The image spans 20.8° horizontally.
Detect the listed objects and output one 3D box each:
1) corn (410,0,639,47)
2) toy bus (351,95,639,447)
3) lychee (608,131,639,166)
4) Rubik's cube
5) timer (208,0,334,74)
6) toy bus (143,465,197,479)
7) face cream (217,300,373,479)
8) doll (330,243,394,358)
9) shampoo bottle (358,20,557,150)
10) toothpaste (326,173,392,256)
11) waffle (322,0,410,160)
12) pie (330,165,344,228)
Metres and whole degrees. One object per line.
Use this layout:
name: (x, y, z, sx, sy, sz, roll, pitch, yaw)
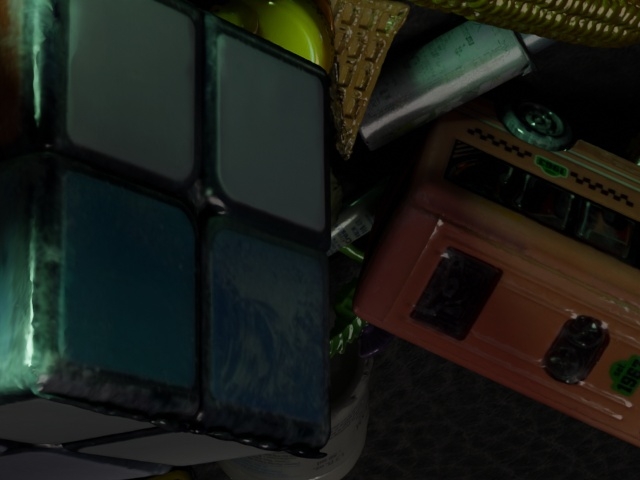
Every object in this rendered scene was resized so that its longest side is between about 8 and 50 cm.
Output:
corn: (0.160, -0.232, 1.429, 0.363, 0.120, 0.120, 8, 137, -35)
toy bus: (0.256, 0.044, 1.629, 0.427, 0.233, 0.203, 25, 127, -2)
lychee: (0.362, -0.032, 1.812, 0.188, 0.188, 0.188, -16, 148, -11)
Rubik's cube: (-0.199, 0.004, 1.280, 0.313, 0.318, 0.316, -13, 158, 36)
timer: (-0.045, -0.154, 1.417, 0.107, 0.107, 0.109, -43, -177, 29)
toy bus: (-0.175, 0.402, 2.128, 0.145, 0.151, 0.331, -20, 149, 0)
face cream: (-0.036, 0.160, 1.829, 0.177, 0.177, 0.153, -16, 147, -12)
doll: (0.041, 0.056, 1.777, 0.190, 0.115, 0.050, -44, -178, -32)
shampoo bottle: (0.123, -0.155, 1.565, 0.214, 0.072, 0.072, -27, 148, 7)
toothpaste: (0.000, 0.000, 1.748, 0.216, 0.037, 0.062, -32, 146, 5)
waffle: (0.013, -0.145, 1.497, 0.097, 0.023, 0.153, 6, 113, -40)
pie: (-0.124, -0.015, 1.609, 0.306, 0.071, 0.306, -18, 151, -11)
